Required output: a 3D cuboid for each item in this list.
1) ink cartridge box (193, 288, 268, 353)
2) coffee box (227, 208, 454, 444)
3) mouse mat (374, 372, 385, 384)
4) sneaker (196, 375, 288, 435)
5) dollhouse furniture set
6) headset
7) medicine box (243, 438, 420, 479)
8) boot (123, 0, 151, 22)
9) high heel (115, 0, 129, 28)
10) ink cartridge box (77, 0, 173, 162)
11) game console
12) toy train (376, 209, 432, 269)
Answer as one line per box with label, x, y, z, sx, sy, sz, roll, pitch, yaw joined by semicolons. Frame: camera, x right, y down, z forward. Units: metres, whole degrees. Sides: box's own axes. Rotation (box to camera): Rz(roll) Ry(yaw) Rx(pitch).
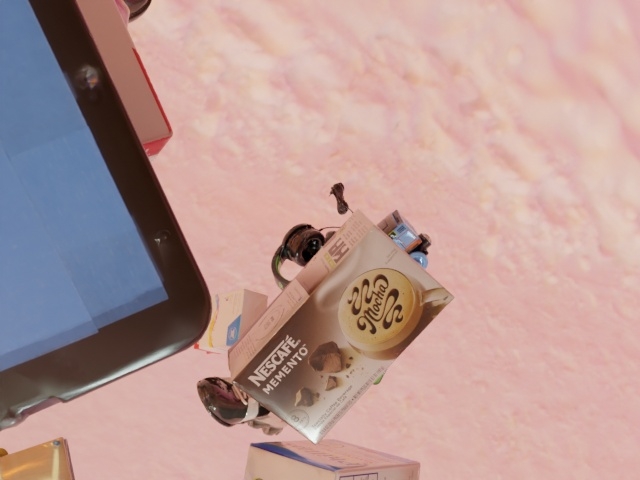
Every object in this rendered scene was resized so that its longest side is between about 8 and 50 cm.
ink cartridge box;-0.233;0.203;1.646;0.078;0.231;0.134;20;66;-40
coffee box;0.023;0.124;0.989;0.168;0.119;0.297;42;94;-17
mouse mat;0.134;0.300;1.846;0.153;0.007;0.189;21;104;-18
sneaker;-0.141;0.342;1.512;0.331;0.146;0.122;34;22;-55
dollhouse furniture set;-0.574;0.575;1.510;0.287;0.198;0.303;-19;70;-9
headset;0.000;0.000;2.062;0.394;0.244;0.185;-58;147;-41
medicine box;0.025;0.531;1.456;0.289;0.264;0.149;16;78;-46
boot;-0.318;-0.444;1.050;0.091;0.229;0.263;56;37;2
high heel;-0.220;-0.170;0.494;0.082;0.244;0.117;-4;77;13
ink cartridge box;-0.165;-0.086;0.451;0.063;0.150;0.109;-25;90;-30
game console;-0.212;-0.016;0.248;0.293;0.174;0.250;68;25;-15
toy train;0.106;0.036;1.182;0.184;0.080;0.105;-40;110;13
